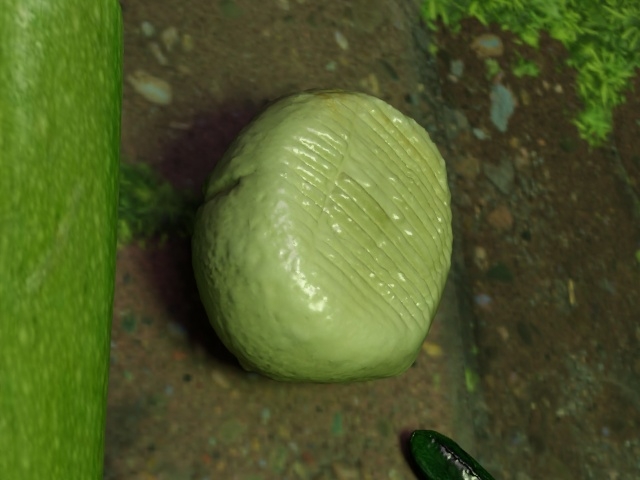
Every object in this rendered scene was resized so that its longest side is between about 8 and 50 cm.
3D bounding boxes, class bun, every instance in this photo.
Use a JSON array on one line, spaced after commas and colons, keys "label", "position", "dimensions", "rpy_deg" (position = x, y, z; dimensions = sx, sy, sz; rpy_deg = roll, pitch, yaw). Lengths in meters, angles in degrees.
[{"label": "bun", "position": [0.000, 0.000, 0.804], "dimensions": [0.164, 0.111, 0.188], "rpy_deg": [40, 48, -26]}]

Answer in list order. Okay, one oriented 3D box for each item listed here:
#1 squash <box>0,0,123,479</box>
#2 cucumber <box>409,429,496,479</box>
[{"label": "squash", "position": [-0.210, 0.069, 0.555], "dimensions": [0.263, 0.263, 0.384], "rpy_deg": [10, 61, -24]}, {"label": "cucumber", "position": [0.117, 0.175, 0.815], "dimensions": [0.184, 0.033, 0.036], "rpy_deg": [44, 78, -1]}]
